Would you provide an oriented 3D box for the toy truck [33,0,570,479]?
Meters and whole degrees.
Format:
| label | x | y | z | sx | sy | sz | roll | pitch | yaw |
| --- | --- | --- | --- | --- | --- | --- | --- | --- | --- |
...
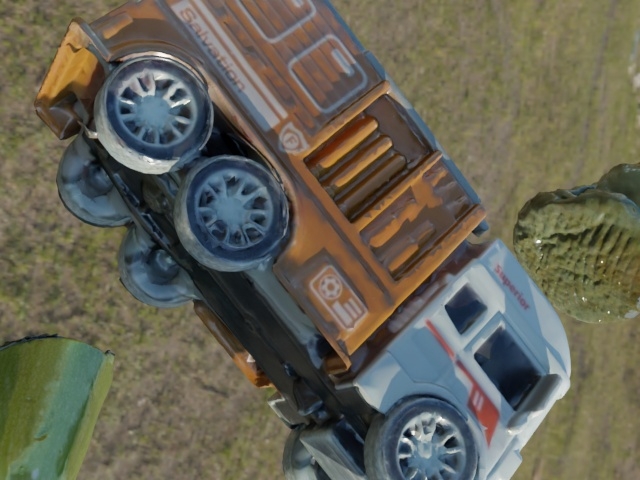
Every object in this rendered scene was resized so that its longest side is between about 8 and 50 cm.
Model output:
| label | x | y | z | sx | sy | sz | roll | pitch | yaw |
| --- | --- | --- | --- | --- | --- | --- | --- | --- | --- |
| toy truck | 0.000 | 0.000 | 0.664 | 0.207 | 0.173 | 0.388 | -40 | 96 | -26 |

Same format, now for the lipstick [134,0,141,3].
| label | x | y | z | sx | sy | sz | roll | pitch | yaw |
| --- | --- | --- | --- | --- | --- | --- | --- | --- | --- |
| lipstick | -0.165 | -0.198 | 0.887 | 0.025 | 0.107 | 0.025 | 41 | 28 | -18 |

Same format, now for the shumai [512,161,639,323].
| label | x | y | z | sx | sy | sz | roll | pitch | yaw |
| --- | --- | --- | --- | --- | --- | --- | --- | --- | --- |
| shumai | 0.421 | -0.016 | 1.412 | 0.203 | 0.271 | 0.222 | -41 | 106 | -36 |

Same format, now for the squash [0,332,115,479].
| label | x | y | z | sx | sy | sz | roll | pitch | yaw |
| --- | --- | --- | --- | --- | --- | --- | --- | --- | --- |
| squash | -0.271 | 0.184 | 0.858 | 0.287 | 0.137 | 0.137 | -91 | 177 | -65 |
